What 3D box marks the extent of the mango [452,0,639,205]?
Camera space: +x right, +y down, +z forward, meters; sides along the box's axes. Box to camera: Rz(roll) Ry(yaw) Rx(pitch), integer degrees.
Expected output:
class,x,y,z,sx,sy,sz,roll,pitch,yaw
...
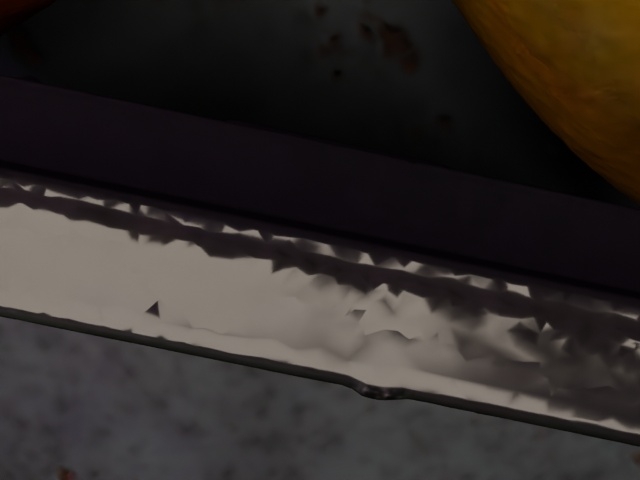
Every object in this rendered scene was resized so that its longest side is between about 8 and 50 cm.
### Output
class,x,y,z,sx,sy,sz,roll,pitch,yaw
mango,0.135,-0.137,0.471,0.253,0.182,0.365,-26,120,5

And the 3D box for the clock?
class,x,y,z,sx,sy,sz,roll,pitch,yaw
clock,0.000,-0.001,0.462,0.279,0.273,0.049,12,92,-6

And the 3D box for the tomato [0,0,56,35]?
class,x,y,z,sx,sy,sz,roll,pitch,yaw
tomato,-0.130,-0.141,0.436,0.232,0.188,0.232,0,125,-1
